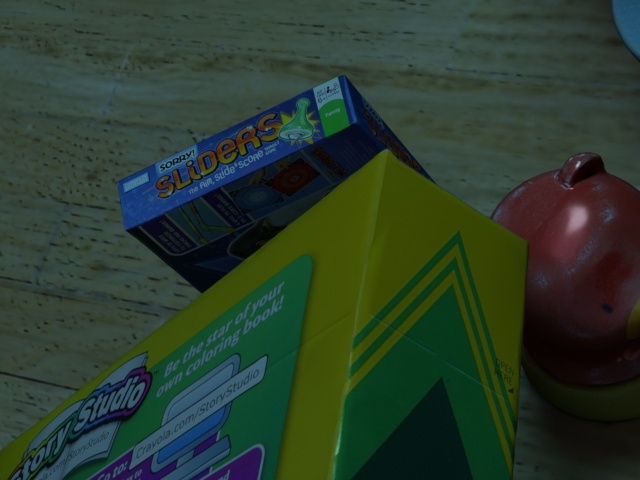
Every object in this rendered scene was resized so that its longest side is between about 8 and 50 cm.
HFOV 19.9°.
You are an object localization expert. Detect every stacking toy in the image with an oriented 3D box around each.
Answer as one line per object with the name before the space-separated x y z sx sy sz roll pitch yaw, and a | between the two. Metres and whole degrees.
stacking toy | 0.241 -0.046 0.931 0.279 0.130 0.309 17 73 35

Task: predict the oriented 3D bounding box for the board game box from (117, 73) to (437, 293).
board game box | 0.000 0.000 0.994 0.136 0.201 0.035 -24 54 15

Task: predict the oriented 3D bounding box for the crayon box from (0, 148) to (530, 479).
crayon box | -0.063 0.177 0.860 0.363 0.106 0.313 -37 30 40
